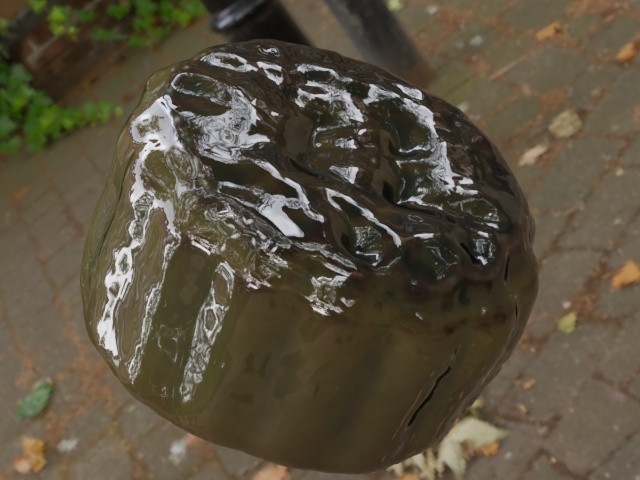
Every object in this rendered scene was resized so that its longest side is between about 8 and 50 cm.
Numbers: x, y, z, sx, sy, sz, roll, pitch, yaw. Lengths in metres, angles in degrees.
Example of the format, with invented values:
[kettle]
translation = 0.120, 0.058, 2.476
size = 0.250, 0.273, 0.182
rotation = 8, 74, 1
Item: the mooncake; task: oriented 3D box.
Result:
[mooncake]
translation = 0.000, 0.000, 0.758
size = 0.290, 0.290, 0.161
rotation = -77, 9, -55
